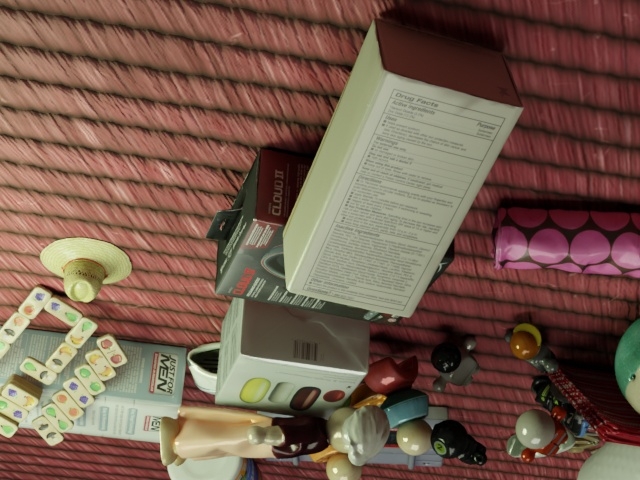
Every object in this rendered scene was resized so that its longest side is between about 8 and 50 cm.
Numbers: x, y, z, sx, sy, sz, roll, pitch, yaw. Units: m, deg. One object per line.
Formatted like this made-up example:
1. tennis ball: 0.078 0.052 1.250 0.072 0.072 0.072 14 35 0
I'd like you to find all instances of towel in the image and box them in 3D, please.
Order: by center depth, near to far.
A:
1. towel: 0.489 0.263 1.867 0.198 0.031 0.275 11 -166 -13

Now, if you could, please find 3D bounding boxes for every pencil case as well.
1. pencil case: 0.326 0.006 1.545 0.209 0.095 0.098 6 167 0

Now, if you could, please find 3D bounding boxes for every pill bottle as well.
1. pill bottle: -0.199 0.477 2.364 0.152 0.152 0.272 -3 150 11

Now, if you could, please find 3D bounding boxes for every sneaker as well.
1. sneaker: -0.099 0.210 1.939 0.258 0.094 0.091 -7 148 15
2. sneaker: 0.399 0.273 1.958 0.078 0.067 0.188 20 -174 -13
3. sneaker: 0.429 0.385 2.246 0.061 0.054 0.152 18 155 -36

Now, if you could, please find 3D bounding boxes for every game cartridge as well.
1. game cartridge: 0.062 0.373 2.251 0.355 0.068 0.230 1 155 3

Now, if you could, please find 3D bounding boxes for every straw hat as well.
1. straw hat: -0.347 0.056 1.725 0.144 0.061 0.144 2 151 1

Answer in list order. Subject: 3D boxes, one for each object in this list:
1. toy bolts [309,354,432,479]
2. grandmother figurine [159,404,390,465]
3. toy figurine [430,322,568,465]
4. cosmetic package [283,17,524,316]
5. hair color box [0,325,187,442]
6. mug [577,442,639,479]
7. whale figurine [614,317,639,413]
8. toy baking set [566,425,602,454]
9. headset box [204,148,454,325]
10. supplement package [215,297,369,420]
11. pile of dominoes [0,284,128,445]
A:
1. toy bolts: 0.106 0.302 1.959 0.218 0.158 0.228 0 154 -46
2. grandmother figurine: -0.065 0.294 1.784 0.342 0.104 0.208 -4 177 8
3. toy figurine: 0.273 0.244 1.843 0.213 0.210 0.148 -10 160 22
4. cosmetic package: 0.080 -0.071 1.299 0.160 0.113 0.309 14 127 -16
5. hair color box: -0.425 0.247 2.018 0.374 0.114 0.185 8 149 -7
6. mug: 0.689 0.417 2.034 0.374 0.276 0.328 20 134 -16
7. whale figurine: 0.568 0.170 1.792 0.272 0.141 0.216 -9 138 -26
8. toy baking set: 0.558 0.378 2.235 0.196 0.030 0.256 7 150 -7
9. headset box: 0.000 0.000 1.539 0.293 0.110 0.218 11 149 -14
10. supplement package: -0.045 0.161 1.791 0.194 0.149 0.203 10 149 -11
11. pile of dominoes: -0.438 0.214 1.872 0.196 0.040 0.251 35 111 -19
